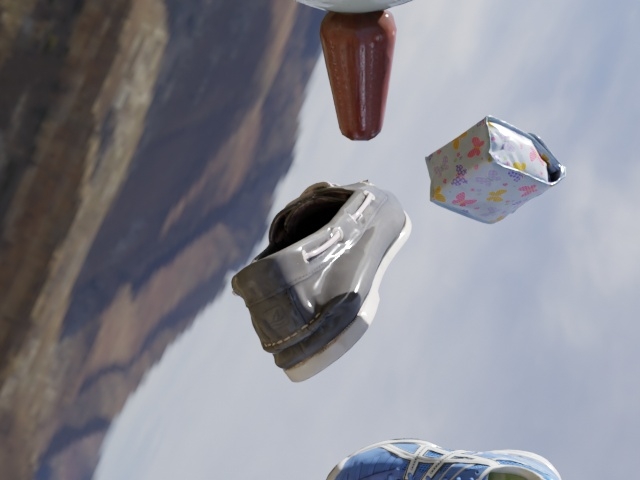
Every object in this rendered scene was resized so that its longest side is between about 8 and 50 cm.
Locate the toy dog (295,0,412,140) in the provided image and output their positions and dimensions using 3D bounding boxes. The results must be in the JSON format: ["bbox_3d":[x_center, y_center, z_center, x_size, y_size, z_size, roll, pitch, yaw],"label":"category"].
[{"bbox_3d":[0.033,-0.165,0.600,0.334,0.220,0.161,-48,146,-42],"label":"toy dog"}]

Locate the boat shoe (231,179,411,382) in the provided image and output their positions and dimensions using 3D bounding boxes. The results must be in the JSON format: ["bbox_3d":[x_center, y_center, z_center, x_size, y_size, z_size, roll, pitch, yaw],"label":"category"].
[{"bbox_3d":[0.000,0.000,1.270,0.112,0.095,0.335,-33,-167,16],"label":"boat shoe"}]

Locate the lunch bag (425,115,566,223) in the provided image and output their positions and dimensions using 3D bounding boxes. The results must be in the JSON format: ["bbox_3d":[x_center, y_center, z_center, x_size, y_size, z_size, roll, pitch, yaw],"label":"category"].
[{"bbox_3d":[0.131,-0.050,1.175,0.071,0.083,0.053,-35,-134,41],"label":"lunch bag"}]

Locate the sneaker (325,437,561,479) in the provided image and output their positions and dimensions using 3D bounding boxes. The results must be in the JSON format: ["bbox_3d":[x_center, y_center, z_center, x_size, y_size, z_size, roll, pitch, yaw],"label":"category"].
[{"bbox_3d":[0.107,0.210,1.351,0.081,0.211,0.080,126,-39,-86],"label":"sneaker"}]
